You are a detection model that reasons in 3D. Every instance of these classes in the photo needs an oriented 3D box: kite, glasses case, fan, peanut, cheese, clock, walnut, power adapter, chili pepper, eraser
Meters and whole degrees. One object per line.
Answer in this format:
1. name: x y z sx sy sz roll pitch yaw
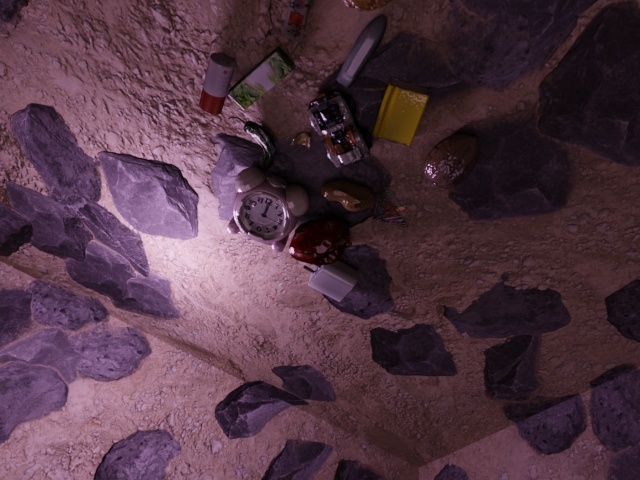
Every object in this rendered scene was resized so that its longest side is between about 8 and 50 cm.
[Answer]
1. kite: 0.302 -0.130 1.998 0.183 0.014 0.241 -19 123 29
2. glasses case: -0.227 -0.611 1.711 0.272 0.062 0.095 -27 126 32
3. fan: 0.306 -0.188 1.957 0.083 0.004 0.056 26 131 -8
4. peanut: 0.114 -0.193 1.937 0.236 0.110 0.120 13 140 6
5. cheese: -0.081 -0.413 1.852 0.083 0.042 0.060 0 138 -4
6. clock: -0.240 -0.144 2.037 0.341 0.184 0.326 19 128 -7
7. walnut: 0.000 0.000 2.086 0.268 0.243 0.222 2 91 22
8. walnut: 0.499 -0.304 1.705 0.178 0.178 0.230 37 117 -16
9. power adapter: 0.037 0.174 2.257 0.255 0.124 0.187 29 130 -10
10. chili pepper: -0.255 -0.419 1.878 0.122 0.065 0.279 -16 127 22
11. eraser: 0.297 -0.472 1.678 0.157 0.069 0.226 15 131 0

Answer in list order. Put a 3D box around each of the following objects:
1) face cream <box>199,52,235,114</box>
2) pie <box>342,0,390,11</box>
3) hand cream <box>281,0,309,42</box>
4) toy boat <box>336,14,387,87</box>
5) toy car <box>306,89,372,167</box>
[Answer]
1. face cream: -0.402 -0.601 1.744 0.095 0.096 0.214 25 131 -6
2. pie: 0.151 -0.849 1.403 0.273 0.069 0.274 9 135 9
3. hand cream: -0.074 -0.792 1.532 0.080 0.050 0.234 18 138 -4
4. toy boat: 0.146 -0.657 1.567 0.078 0.085 0.261 30 120 -10
5. toy car: 0.066 -0.430 1.750 0.193 0.118 0.301 -14 123 28
